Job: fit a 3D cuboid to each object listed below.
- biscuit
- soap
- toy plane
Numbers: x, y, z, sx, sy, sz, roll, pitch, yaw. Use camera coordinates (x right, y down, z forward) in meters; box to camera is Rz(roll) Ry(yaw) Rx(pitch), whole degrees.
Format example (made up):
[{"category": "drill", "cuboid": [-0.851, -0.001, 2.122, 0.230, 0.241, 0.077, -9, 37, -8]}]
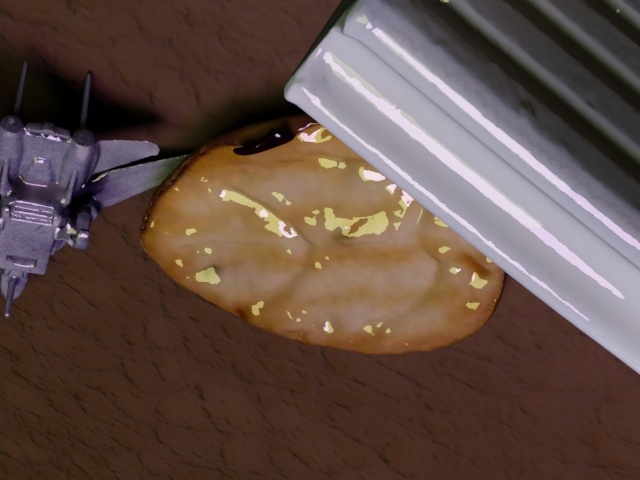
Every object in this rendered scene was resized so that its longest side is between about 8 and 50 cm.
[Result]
[{"category": "biscuit", "cuboid": [0.001, -0.004, 0.898, 0.260, 0.041, 0.203, -2, 134, 22]}, {"category": "soap", "cuboid": [0.129, -0.056, 0.698, 0.265, 0.159, 0.087, 37, 139, -9]}, {"category": "toy plane", "cuboid": [-0.211, -0.009, 0.984, 0.212, 0.088, 0.267, 11, 142, -14]}]
